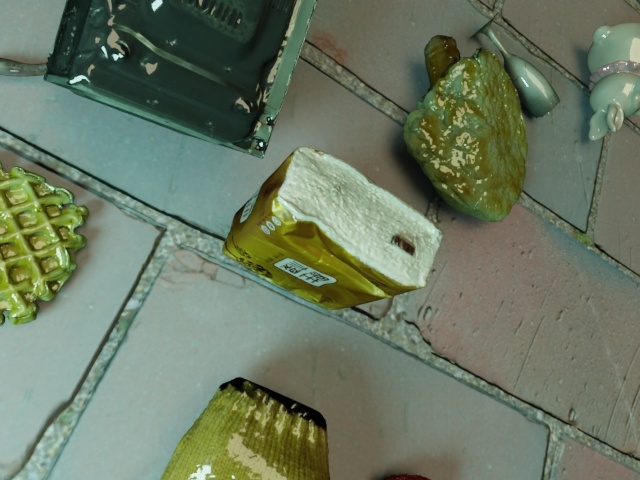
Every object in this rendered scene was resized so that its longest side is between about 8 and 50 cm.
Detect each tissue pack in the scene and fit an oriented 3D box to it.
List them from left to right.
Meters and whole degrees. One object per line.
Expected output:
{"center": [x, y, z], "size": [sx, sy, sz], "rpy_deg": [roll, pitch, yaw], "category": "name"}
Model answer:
{"center": [0.000, 0.000, 0.560], "size": [0.183, 0.226, 0.092], "rpy_deg": [27, 70, -16], "category": "tissue pack"}

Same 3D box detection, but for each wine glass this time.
{"center": [0.360, -0.317, 0.896], "size": [0.198, 0.066, 0.066], "rpy_deg": [48, 63, -6], "category": "wine glass"}

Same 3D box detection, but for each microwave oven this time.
{"center": [-0.127, -0.263, 0.510], "size": [0.237, 0.181, 0.295], "rpy_deg": [15, 97, -39], "category": "microwave oven"}

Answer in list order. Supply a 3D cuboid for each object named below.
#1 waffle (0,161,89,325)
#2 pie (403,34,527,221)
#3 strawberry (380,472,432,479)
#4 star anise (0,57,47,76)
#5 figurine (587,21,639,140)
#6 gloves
{"center": [-0.348, -0.005, 0.510], "size": [0.183, 0.036, 0.169], "rpy_deg": [27, 65, -18], "category": "waffle"}
{"center": [0.251, -0.173, 0.790], "size": [0.257, 0.105, 0.275], "rpy_deg": [27, 68, -26], "category": "pie"}
{"center": [0.110, 0.333, 0.613], "size": [0.096, 0.083, 0.083], "rpy_deg": [-7, 81, -28], "category": "strawberry"}
{"center": [-0.261, -0.375, 0.596], "size": [0.359, 0.139, 0.316], "rpy_deg": [-18, 90, -14], "category": "star anise"}
{"center": [0.604, -0.298, 0.975], "size": [0.155, 0.127, 0.236], "rpy_deg": [17, 76, -30], "category": "figurine"}
{"center": [-0.090, 0.318, 0.482], "size": [0.203, 0.155, 0.357], "rpy_deg": [31, 51, -22], "category": "gloves"}
